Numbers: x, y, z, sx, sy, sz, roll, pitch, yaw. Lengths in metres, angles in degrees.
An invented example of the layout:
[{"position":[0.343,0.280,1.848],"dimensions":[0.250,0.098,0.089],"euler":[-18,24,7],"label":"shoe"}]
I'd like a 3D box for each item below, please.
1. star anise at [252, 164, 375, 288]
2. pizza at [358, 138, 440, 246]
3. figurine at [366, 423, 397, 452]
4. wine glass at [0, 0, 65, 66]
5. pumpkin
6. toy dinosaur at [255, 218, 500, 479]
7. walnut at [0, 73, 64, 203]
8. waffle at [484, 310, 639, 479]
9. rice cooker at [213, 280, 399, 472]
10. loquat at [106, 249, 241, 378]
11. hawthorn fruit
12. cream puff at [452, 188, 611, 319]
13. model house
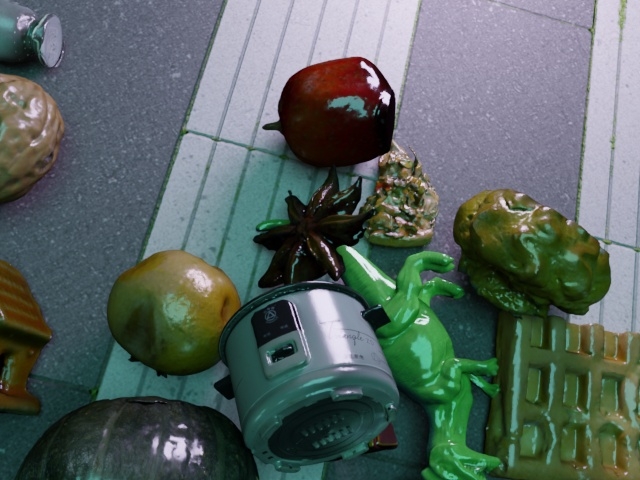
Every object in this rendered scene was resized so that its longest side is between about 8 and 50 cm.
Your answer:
[{"position":[0.000,0.000,1.013],"dimensions":[0.103,0.272,0.271],"euler":[39,66,-37],"label":"star anise"},{"position":[0.161,-0.086,1.145],"dimensions":[0.147,0.069,0.226],"euler":[19,71,0],"label":"pizza"},{"position":[0.037,0.302,0.975],"dimensions":[0.155,0.082,0.098],"euler":[-20,67,28],"label":"figurine"},{"position":[-0.586,-0.385,1.101],"dimensions":[0.205,0.111,0.111],"euler":[13,72,-6],"label":"wine glass"},{"position":[-0.249,0.360,0.834],"dimensions":[0.328,0.291,0.257],"euler":[22,34,-15],"label":"pumpkin"},{"position":[0.079,0.186,1.043],"dimensions":[0.501,0.144,0.374],"euler":[13,73,11],"label":"toy dinosaur"},{"position":[-0.539,-0.168,1.003],"dimensions":[0.198,0.198,0.244],"euler":[27,68,0],"label":"walnut"},{"position":[0.472,0.295,1.070],"dimensions":[0.349,0.077,0.303],"euler":[11,73,-5],"label":"waffle"},{"position":[-0.021,0.187,0.886],"dimensions":[0.281,0.241,0.226],"euler":[-28,46,7],"label":"rice cooker"},{"position":[-0.233,0.118,0.956],"dimensions":[0.213,0.213,0.212],"euler":[2,73,-8],"label":"loquat"},{"position":[0.019,-0.223,1.097],"dimensions":[0.250,0.215,0.215],"euler":[-17,76,0],"label":"hawthorn fruit"},{"position":[0.349,0.036,1.050],"dimensions":[0.282,0.282,0.185],"euler":[34,89,3],"label":"cream puff"},{"position":[-0.537,0.127,0.902],"dimensions":[0.174,0.268,0.238],"euler":[6,70,15],"label":"model house"}]
